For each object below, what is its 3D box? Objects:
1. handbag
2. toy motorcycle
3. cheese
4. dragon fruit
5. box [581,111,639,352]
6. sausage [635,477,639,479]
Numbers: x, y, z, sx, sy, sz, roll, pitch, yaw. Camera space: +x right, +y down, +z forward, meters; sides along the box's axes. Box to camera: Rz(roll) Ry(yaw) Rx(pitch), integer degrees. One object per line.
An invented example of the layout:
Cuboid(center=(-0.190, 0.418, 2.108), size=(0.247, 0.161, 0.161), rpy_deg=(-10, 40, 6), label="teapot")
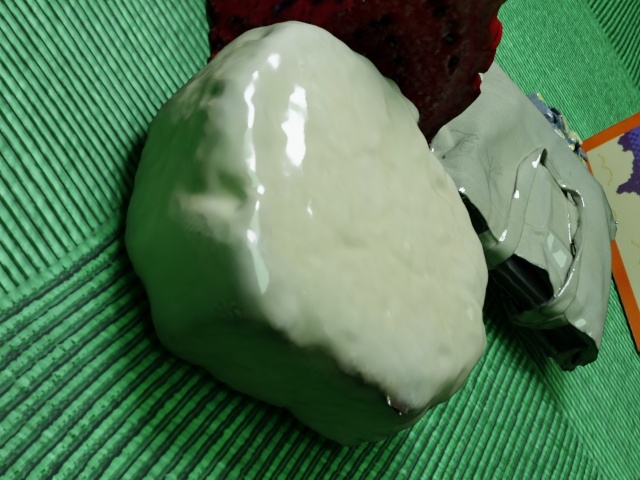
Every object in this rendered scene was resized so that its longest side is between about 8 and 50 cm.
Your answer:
Cuboid(center=(0.207, -0.033, 1.220), size=(0.316, 0.109, 0.253), rpy_deg=(46, 38, -27), label="handbag")
Cuboid(center=(0.287, -0.097, 1.444), size=(0.124, 0.061, 0.194), rpy_deg=(22, 50, -45), label="toy motorcycle")
Cuboid(center=(0.000, 0.000, 0.855), size=(0.326, 0.115, 0.318), rpy_deg=(-38, 103, -53), label="cheese")
Cuboid(center=(0.049, -0.193, 0.958), size=(0.302, 0.330, 0.240), rpy_deg=(52, 53, -21), label="dragon fruit")
Cuboid(center=(0.567, -0.005, 1.605), size=(0.348, 0.256, 0.319), rpy_deg=(22, 47, -48), label="box")
Cuboid(center=(0.359, 0.329, 1.206), size=(0.065, 0.065, 0.169), rpy_deg=(35, 40, -39), label="sausage")
